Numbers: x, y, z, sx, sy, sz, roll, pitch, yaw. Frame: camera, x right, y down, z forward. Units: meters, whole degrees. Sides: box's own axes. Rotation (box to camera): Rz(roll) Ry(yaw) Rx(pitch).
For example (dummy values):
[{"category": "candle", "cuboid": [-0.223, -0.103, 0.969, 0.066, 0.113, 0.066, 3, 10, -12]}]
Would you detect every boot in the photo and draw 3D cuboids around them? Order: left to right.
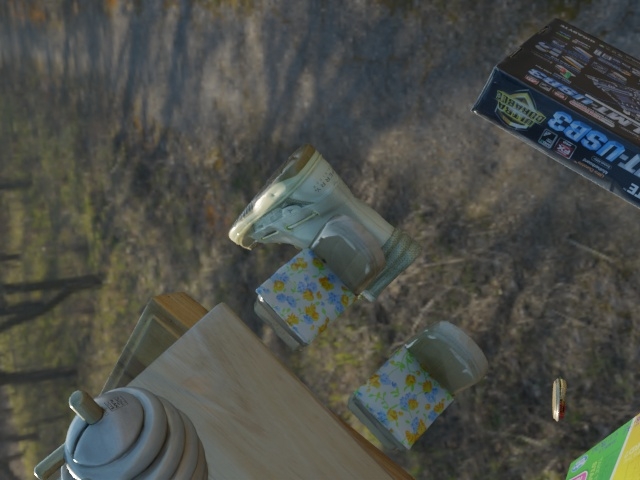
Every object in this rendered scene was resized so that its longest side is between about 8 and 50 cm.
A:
[{"category": "boot", "cuboid": [0.000, 0.000, 0.913, 0.165, 0.077, 0.213, 39, 152, -7]}]

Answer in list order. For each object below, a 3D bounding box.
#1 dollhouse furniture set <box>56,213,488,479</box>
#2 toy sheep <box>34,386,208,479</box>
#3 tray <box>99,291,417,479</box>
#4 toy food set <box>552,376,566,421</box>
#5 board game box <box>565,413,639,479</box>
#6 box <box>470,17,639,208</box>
[{"category": "dollhouse furniture set", "cuboid": [0.023, 0.215, 0.682, 0.394, 0.362, 0.256, 45, 155, 5]}, {"category": "toy sheep", "cuboid": [-0.114, 0.132, 0.518, 0.091, 0.091, 0.132, 59, 174, 44]}, {"category": "tray", "cuboid": [-0.072, 0.259, 0.972, 0.411, 0.076, 0.202, 36, 107, 21]}, {"category": "toy food set", "cuboid": [0.451, 0.300, 1.645, 0.082, 0.020, 0.083, 15, -103, -79]}, {"category": "board game box", "cuboid": [0.398, 0.389, 1.190, 0.064, 0.316, 0.242, 35, 135, 3]}, {"category": "box", "cuboid": [0.365, -0.151, 1.063, 0.296, 0.293, 0.073, 31, 127, 12]}]
